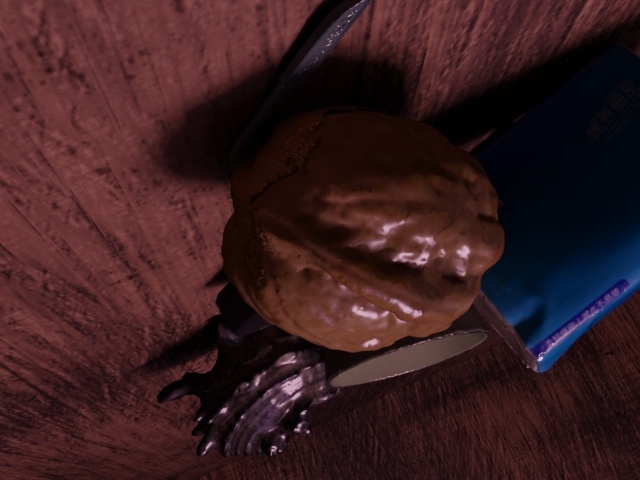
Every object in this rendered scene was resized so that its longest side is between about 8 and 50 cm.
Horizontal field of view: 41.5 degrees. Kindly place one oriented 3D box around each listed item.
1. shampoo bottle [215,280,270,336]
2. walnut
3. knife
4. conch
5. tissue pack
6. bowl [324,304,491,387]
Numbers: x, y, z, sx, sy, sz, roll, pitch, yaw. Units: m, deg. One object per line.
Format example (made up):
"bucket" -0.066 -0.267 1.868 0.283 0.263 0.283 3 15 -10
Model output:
"shampoo bottle" 0.000 0.000 0.885 0.098 0.071 0.309 -14 158 -41
"walnut" 0.033 -0.008 0.668 0.245 0.198 0.198 11 142 -45
"knife" -0.023 -0.112 0.610 0.028 0.015 0.210 -8 158 -34
"conch" -0.069 0.177 1.191 0.313 0.186 0.241 -37 -179 -19
"tissue pack" 0.240 -0.034 0.804 0.270 0.209 0.137 -38 156 1
"bowl" 0.094 0.100 1.051 0.212 0.112 0.211 -15 164 -5
